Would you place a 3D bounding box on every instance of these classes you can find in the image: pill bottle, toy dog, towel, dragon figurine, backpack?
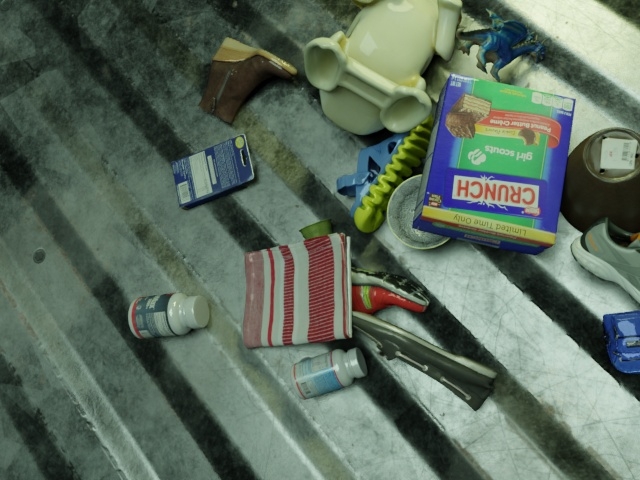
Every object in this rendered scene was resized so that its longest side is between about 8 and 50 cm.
[{"bbox_3d":[0.019,0.296,1.497,0.160,0.087,0.087,-21,71,15],"label":"pill bottle"},{"bbox_3d":[0.178,-0.448,1.502,0.284,0.395,0.408,27,73,6],"label":"toy dog"},{"bbox_3d":[-0.062,0.121,1.532,0.329,0.037,0.237,-13,73,41],"label":"towel"},{"bbox_3d":[-0.375,0.185,1.662,0.180,0.108,0.108,-8,75,18],"label":"pill bottle"},{"bbox_3d":[0.384,-0.443,1.439,0.144,0.289,0.085,-54,47,13],"label":"dragon figurine"},{"bbox_3d":[0.601,0.198,1.292,0.098,0.101,0.120,-10,78,25],"label":"backpack"}]

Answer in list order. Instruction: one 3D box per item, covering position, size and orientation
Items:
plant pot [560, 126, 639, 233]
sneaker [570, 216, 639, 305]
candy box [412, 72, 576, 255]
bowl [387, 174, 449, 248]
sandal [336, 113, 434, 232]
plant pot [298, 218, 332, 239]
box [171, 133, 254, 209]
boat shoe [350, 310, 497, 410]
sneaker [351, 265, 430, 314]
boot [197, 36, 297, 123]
[{"bbox_3d":[0.573,-0.132,1.305,0.215,0.230,0.215,-5,76,19],"label":"plant pot"},{"bbox_3d":[0.624,0.053,1.278,0.271,0.100,0.108,31,131,8],"label":"sneaker"},{"bbox_3d":[0.354,-0.155,1.367,0.268,0.122,0.317,12,78,3],"label":"candy box"},{"bbox_3d":[0.241,-0.056,1.497,0.170,0.080,0.170,-5,76,21],"label":"bowl"},{"bbox_3d":[0.143,-0.182,1.544,0.138,0.126,0.317,37,91,28],"label":"sandal"},{"bbox_3d":[0.000,0.000,1.584,0.083,0.083,0.079,-21,84,15],"label":"plant pot"},{"bbox_3d":[-0.278,-0.179,1.747,0.225,0.036,0.136,-19,72,17],"label":"box"},{"bbox_3d":[0.203,0.252,1.407,0.335,0.112,0.095,23,88,11],"label":"boat shoe"},{"bbox_3d":[0.114,0.129,1.508,0.279,0.107,0.118,12,99,28],"label":"sneaker"},{"bbox_3d":[-0.194,-0.404,1.757,0.248,0.090,0.207,26,100,23],"label":"boot"}]
